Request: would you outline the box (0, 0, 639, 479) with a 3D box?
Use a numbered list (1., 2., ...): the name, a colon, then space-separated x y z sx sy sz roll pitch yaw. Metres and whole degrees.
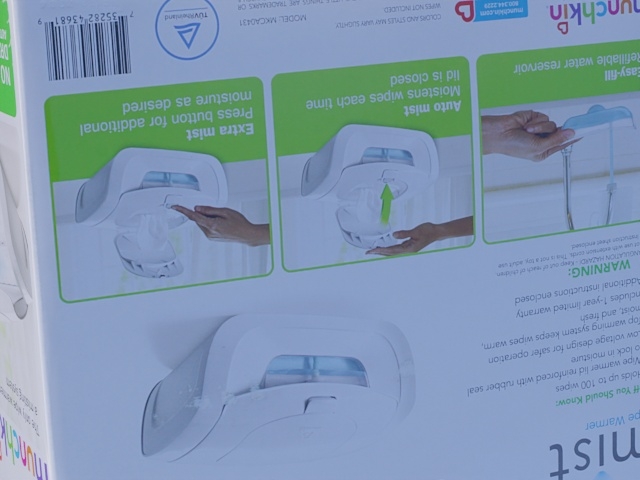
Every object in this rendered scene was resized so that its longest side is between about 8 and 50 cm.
1. box: 0.000 0.000 0.692 0.262 0.127 0.231 -9 104 -22
